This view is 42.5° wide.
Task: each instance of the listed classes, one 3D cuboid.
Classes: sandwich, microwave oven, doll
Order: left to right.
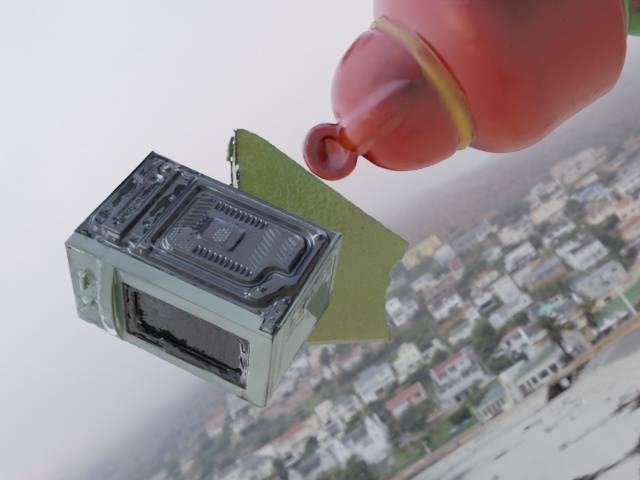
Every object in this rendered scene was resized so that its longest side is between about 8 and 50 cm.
[{"bbox_3d":[-0.105,0.029,0.764,0.162,0.208,0.122,-56,-15,-39],"label":"microwave oven"},{"bbox_3d":[0.000,0.000,0.952,0.212,0.245,0.063,0,-7,-22],"label":"sandwich"},{"bbox_3d":[0.134,-0.162,0.608,0.363,0.183,0.160,-39,6,-6],"label":"doll"}]
